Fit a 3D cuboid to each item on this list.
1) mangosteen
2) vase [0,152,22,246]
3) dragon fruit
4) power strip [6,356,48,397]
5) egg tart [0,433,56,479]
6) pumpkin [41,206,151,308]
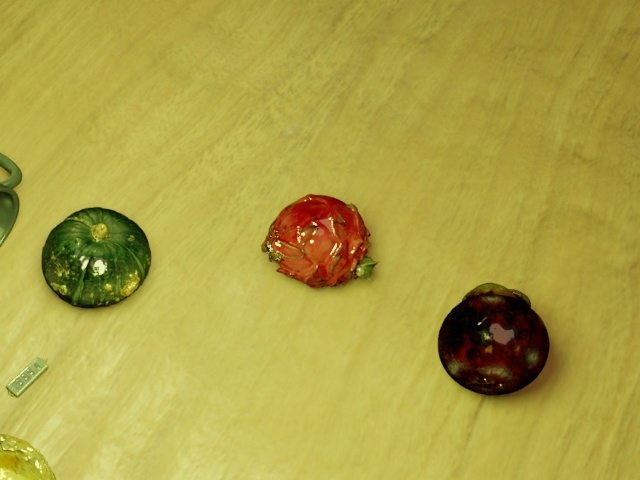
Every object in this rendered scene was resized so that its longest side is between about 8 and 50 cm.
[{"bbox_3d":[0.306,0.175,1.631,0.210,0.210,0.209,5,62,-10],"label":"mangosteen"},{"bbox_3d":[-0.667,-0.092,1.595,0.301,0.156,0.251,30,52,11],"label":"vase"},{"bbox_3d":[0.000,0.000,1.671,0.210,0.172,0.172,15,60,-21],"label":"dragon fruit"},{"bbox_3d":[-0.487,0.225,1.534,0.027,0.017,0.083,39,63,7],"label":"power strip"},{"bbox_3d":[-0.501,0.400,1.398,0.213,0.090,0.212,5,63,-9],"label":"egg tart"},{"bbox_3d":[-0.385,0.030,1.583,0.190,0.146,0.190,5,64,-10],"label":"pumpkin"}]
